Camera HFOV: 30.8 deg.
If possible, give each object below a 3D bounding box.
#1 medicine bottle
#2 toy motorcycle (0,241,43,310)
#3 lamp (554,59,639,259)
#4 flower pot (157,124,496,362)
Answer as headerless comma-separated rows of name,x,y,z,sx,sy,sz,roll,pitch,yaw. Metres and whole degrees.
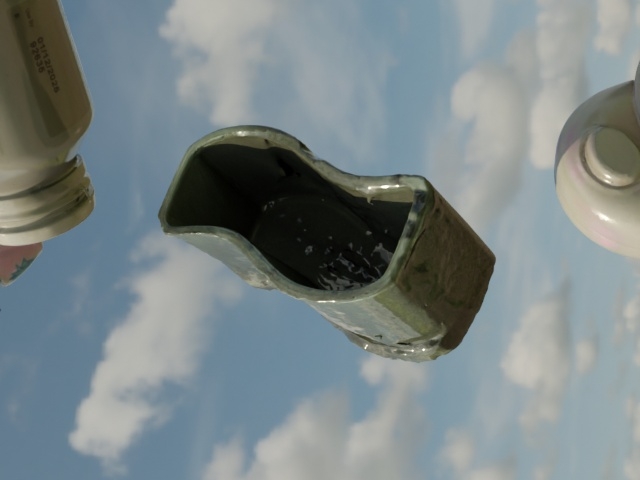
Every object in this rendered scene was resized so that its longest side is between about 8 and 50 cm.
medicine bottle,-0.244,-0.109,0.879,0.135,0.135,0.215,-60,-36,-53
toy motorcycle,-0.348,0.006,1.036,0.108,0.239,0.204,66,-166,-65
lamp,0.261,-0.077,0.710,0.108,0.246,0.179,68,179,-52
flower pot,0.000,0.000,0.807,0.108,0.229,0.103,39,-103,-45
